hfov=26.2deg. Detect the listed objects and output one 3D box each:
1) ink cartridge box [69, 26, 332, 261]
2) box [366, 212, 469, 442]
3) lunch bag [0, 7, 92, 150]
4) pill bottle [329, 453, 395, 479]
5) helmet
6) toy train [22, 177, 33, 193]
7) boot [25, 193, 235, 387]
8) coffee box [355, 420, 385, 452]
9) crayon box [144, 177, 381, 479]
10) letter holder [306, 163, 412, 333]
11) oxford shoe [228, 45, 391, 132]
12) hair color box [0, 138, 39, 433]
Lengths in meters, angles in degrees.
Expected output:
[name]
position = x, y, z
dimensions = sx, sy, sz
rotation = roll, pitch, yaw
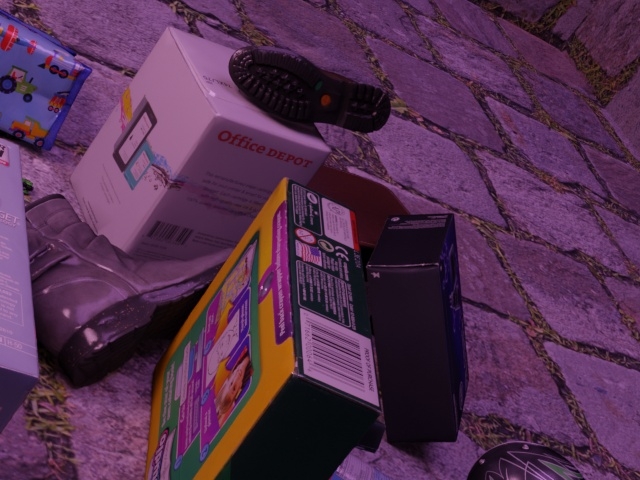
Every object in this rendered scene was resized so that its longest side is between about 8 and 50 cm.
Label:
[ink cartridge box]
position = -0.163, -0.101, 1.820
dimensions = 0.198, 0.270, 0.197
rotation = 15, 33, -40
[box]
position = 0.136, 0.117, 1.863
dimensions = 0.103, 0.261, 0.184
rotation = -1, 22, 15
[lunch bag]
position = -0.457, -0.271, 1.933
dimensions = 0.221, 0.138, 0.293
rotation = 26, 15, -22
[pill bottle]
position = 0.019, 0.290, 1.608
dimensions = 0.160, 0.087, 0.087
rotation = 32, 25, -10
[helmet]
position = 0.270, 0.343, 1.765
dimensions = 0.169, 0.169, 0.161
rotation = 50, 11, 25
[toy train]
position = -0.408, -0.084, 1.768
dimensions = 0.083, 0.017, 0.024
rotation = 25, 17, -26
[boot]
position = -0.247, 0.022, 1.649
dimensions = 0.223, 0.118, 0.338
rotation = 44, 32, 15
[coffee box]
position = -0.015, 0.203, 1.670
dimensions = 0.113, 0.040, 0.184
rotation = 21, -1, -29
[crayon box]
position = -0.072, 0.156, 1.445
dimensions = 0.106, 0.313, 0.363
rotation = 26, 27, -17
[letter holder]
position = 0.000, 0.000, 2.013
dimensions = 0.302, 0.152, 0.214
rotation = 13, 32, -43
[oxford shoe]
position = -0.028, -0.193, 1.767
dimensions = 0.227, 0.083, 0.096
rotation = 19, 5, -31
[hair color box]
position = -0.378, 0.056, 1.362
dimensions = 0.113, 0.185, 0.374
rotation = 22, 29, -30
